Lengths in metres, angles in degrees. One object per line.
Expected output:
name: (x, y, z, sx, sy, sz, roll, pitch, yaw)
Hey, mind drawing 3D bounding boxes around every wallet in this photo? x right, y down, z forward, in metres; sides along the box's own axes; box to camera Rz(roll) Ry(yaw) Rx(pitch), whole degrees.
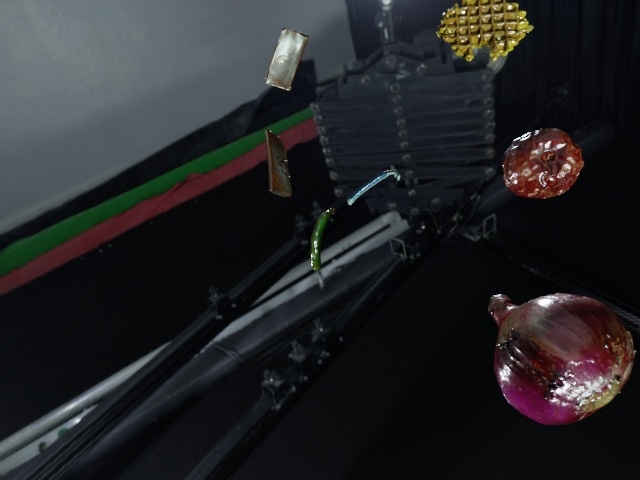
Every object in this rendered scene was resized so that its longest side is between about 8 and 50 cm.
wallet: (-0.167, -0.300, 1.731, 0.031, 0.137, 0.255, -14, -105, 29)
wallet: (-0.107, -0.566, 1.368, 0.095, 0.176, 0.026, 5, -143, -31)

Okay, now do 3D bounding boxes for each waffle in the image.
waffle: (0.463, -0.611, 1.253, 0.228, 0.051, 0.232, -40, -111, -3)

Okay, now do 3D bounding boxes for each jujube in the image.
jujube: (0.658, -0.222, 1.306, 0.212, 0.213, 0.232, -7, 180, 17)

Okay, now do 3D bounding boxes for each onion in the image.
onion: (0.580, 0.269, 1.140, 0.347, 0.348, 0.385, -25, -143, -9)

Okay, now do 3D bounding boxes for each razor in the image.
razor: (0.167, -0.181, 1.439, 0.191, 0.037, 0.068, -31, -141, 11)

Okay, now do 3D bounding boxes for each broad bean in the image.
broad bean: (0.000, 0.000, 1.851, 0.049, 0.292, 0.144, 18, -171, 22)

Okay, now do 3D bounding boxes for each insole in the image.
insole: (0.485, -0.107, 1.887, 0.002, 0.053, 0.153, -30, -107, 28)
